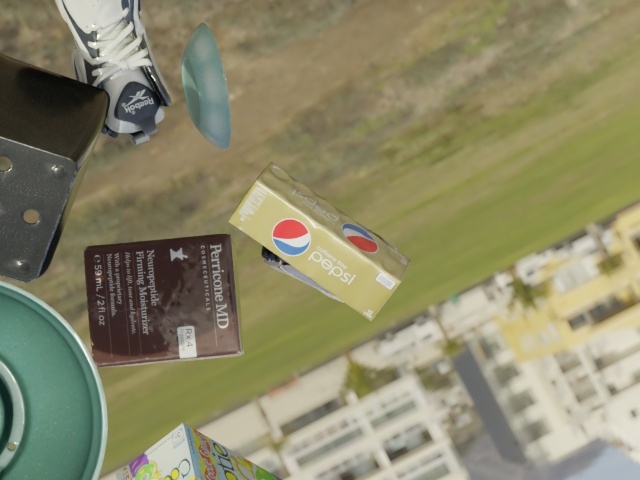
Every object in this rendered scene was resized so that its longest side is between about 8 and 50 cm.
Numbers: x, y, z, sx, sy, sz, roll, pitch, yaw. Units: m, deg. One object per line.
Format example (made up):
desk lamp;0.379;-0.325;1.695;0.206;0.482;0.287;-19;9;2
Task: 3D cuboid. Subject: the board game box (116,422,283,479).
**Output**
board game box;-0.146;0.408;2.184;0.144;0.142;0.275;-38;132;17

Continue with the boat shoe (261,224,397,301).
boat shoe;0.066;0.042;2.298;0.158;0.127;0.340;15;180;37

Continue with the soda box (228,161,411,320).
soda box;0.000;0.000;1.530;0.058;0.181;0.061;-53;-178;26

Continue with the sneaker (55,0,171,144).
sneaker;-0.208;-0.189;1.558;0.094;0.153;0.235;-21;153;-23

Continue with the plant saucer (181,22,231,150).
plant saucer;-0.177;-0.227;2.230;0.037;0.195;0.195;-11;170;-15

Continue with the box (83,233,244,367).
box;-0.215;0.086;2.073;0.203;0.169;0.167;-6;175;-1

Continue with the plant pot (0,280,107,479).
plant pot;-0.372;0.182;1.498;0.293;0.293;0.196;-26;-177;-15

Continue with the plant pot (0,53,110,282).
plant pot;-0.308;-0.061;1.394;0.187;0.188;0.167;-66;-160;16
